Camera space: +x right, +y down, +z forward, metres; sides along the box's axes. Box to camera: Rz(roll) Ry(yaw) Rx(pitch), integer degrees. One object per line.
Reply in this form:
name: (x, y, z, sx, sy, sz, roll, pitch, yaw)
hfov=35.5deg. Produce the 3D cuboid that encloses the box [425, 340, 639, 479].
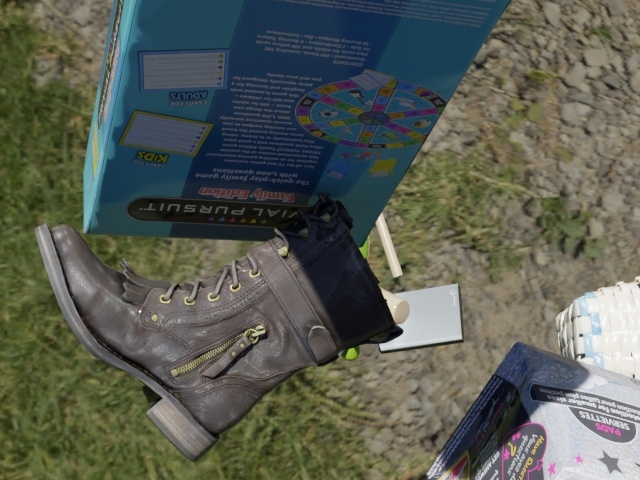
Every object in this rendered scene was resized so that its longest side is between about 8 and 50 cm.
box: (0.234, 0.207, 0.772, 0.247, 0.142, 0.163, 18, 120, -17)

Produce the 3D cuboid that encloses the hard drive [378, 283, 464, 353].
hard drive: (0.156, 0.123, 1.566, 0.135, 0.022, 0.094, -10, 61, 18)

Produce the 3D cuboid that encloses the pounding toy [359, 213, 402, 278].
pounding toy: (0.000, 0.000, 1.651, 0.237, 0.110, 0.182, -17, 71, 27)

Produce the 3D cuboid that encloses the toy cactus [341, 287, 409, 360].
toy cactus: (0.054, 0.083, 1.415, 0.181, 0.112, 0.218, 14, 113, 44)

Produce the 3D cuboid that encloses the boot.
boot: (-0.077, 0.034, 0.819, 0.229, 0.091, 0.263, -37, 115, -5)

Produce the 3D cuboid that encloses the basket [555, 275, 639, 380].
basket: (0.521, 0.156, 1.539, 0.289, 0.255, 0.201, -9, 75, 3)

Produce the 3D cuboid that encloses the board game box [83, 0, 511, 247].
board game box: (-0.036, -0.121, 0.769, 0.336, 0.254, 0.079, 119, 148, -52)
